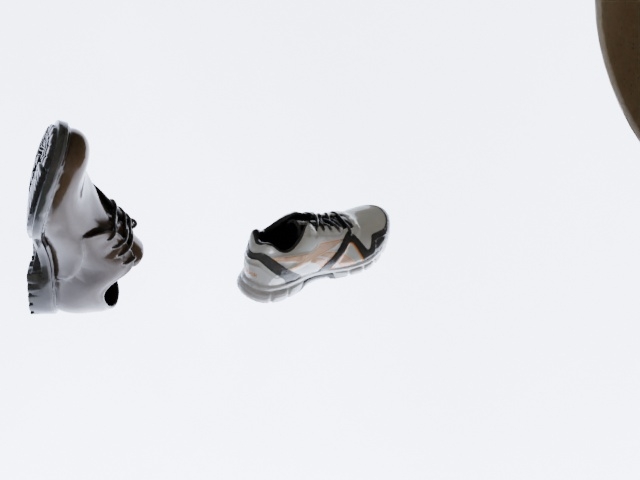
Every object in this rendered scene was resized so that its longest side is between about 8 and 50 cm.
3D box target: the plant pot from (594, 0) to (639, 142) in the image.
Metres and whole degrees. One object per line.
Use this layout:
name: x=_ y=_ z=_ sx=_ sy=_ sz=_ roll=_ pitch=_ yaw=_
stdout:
plant pot: x=0.319 y=-0.146 z=0.971 sx=0.284 sy=0.191 sz=0.284 roll=18 pitch=-55 yaw=28

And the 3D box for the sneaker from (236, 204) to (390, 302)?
sneaker: x=0.000 y=0.000 z=1.055 sx=0.109 sy=0.044 sz=0.040 roll=-25 pitch=-133 yaw=-34

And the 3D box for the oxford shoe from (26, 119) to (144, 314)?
oxford shoe: x=-0.189 y=-0.018 z=1.446 sx=0.096 sy=0.227 sz=0.083 roll=5 pitch=-123 yaw=-2
